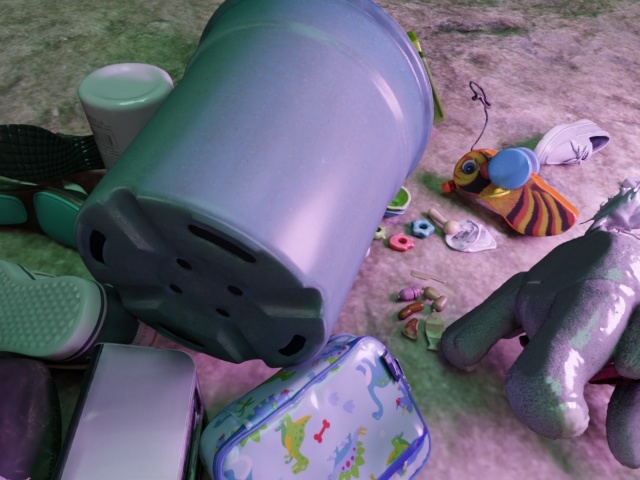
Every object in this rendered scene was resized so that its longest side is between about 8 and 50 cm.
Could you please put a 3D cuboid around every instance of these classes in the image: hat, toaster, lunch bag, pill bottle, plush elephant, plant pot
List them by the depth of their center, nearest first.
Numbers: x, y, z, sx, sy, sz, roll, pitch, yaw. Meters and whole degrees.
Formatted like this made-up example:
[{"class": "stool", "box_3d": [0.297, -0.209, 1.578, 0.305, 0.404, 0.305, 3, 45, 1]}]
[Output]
[{"class": "hat", "box_3d": [-0.307, 0.192, 0.379, 0.133, 0.331, 0.331, 4, 41, -37]}, {"class": "toaster", "box_3d": [-0.175, 0.214, 0.423, 0.110, 0.168, 0.186, 1, 47, -5]}, {"class": "lunch bag", "box_3d": [0.005, 0.214, 0.450, 0.219, 0.090, 0.176, -29, 98, -29]}, {"class": "plant pot", "box_3d": [-0.064, -0.062, 0.506, 0.341, 0.341, 0.334, 15, 51, 9]}, {"class": "plush elephant", "box_3d": [0.352, 0.128, 0.508, 0.330, 0.272, 0.255, -44, 91, -9]}, {"class": "pill bottle", "box_3d": [-0.287, -0.151, 0.709, 0.131, 0.229, 0.131, 2, 47, -3]}]

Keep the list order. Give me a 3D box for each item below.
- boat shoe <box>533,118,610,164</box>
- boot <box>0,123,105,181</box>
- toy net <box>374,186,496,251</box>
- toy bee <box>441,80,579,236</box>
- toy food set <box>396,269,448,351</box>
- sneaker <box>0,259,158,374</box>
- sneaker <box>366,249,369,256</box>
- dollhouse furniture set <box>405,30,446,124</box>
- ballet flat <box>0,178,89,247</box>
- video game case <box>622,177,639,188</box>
[{"class": "boat shoe", "box_3d": [0.548, -0.206, 0.941, 0.227, 0.079, 0.081, -23, 49, -28]}, {"class": "boot", "box_3d": [-0.475, -0.135, 0.715, 0.161, 0.084, 0.246, -1, 9, 20]}, {"class": "toy net", "box_3d": [0.195, -0.025, 0.764, 0.232, 0.045, 0.122, 17, 48, 10]}, {"class": "toy bee", "box_3d": [0.322, -0.115, 0.813, 0.195, 0.162, 0.298, 9, 52, -42]}, {"class": "toy food set", "box_3d": [0.150, 0.105, 0.658, 0.077, 0.019, 0.122, 16, 56, 10]}, {"class": "sneaker", "box_3d": [-0.346, 0.102, 0.553, 0.321, 0.127, 0.126, 4, 70, 31]}, {"class": "sneaker", "box_3d": [0.000, 0.001, 0.710, 0.152, 0.058, 0.084, 32, 47, 28]}, {"class": "dollhouse furniture set", "box_3d": [0.110, -0.330, 1.024, 0.301, 0.151, 0.198, -20, 38, 16]}, {"class": "ballet flat", "box_3d": [-0.444, -0.059, 0.707, 0.280, 0.095, 0.096, 13, 32, 6]}, {"class": "video game case", "box_3d": [0.739, -0.050, 0.853, 0.193, 0.023, 0.212, -1, 47, -6]}]
